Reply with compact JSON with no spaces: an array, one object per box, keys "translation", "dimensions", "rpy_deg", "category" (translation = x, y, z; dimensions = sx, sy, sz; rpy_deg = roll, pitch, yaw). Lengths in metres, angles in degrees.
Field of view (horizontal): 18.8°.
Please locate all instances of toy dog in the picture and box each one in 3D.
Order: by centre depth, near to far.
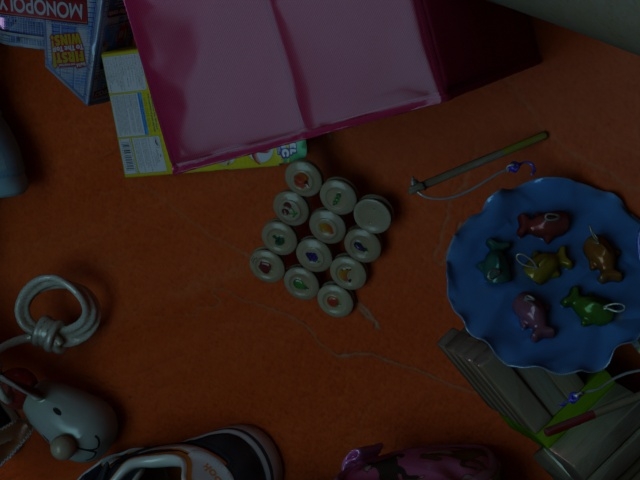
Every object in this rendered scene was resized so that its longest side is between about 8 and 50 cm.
[{"translation":[-0.392,0.154,2.015],"dimensions":[0.333,0.161,0.220],"rpy_deg":[4,117,17],"category":"toy dog"}]

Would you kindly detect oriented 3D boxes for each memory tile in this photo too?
[{"translation":[0.000,0.000,1.813],"dimensions":[0.113,0.012,0.148],"rpy_deg":[28,126,6],"category":"memory tile"}]

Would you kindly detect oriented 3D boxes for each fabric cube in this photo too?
[{"translation":[0.002,-0.224,1.598],"dimensions":[0.259,0.254,0.258],"rpy_deg":[-14,95,25],"category":"fabric cube"}]

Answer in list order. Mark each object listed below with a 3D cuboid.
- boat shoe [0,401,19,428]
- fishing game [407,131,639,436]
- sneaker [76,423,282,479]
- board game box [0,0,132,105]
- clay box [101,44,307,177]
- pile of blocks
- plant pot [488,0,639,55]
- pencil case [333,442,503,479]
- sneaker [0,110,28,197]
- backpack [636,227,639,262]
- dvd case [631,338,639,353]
[{"translation":[-0.428,0.156,2.155],"dimensions":[0.233,0.079,0.084],"rpy_deg":[47,127,17],"category":"boat shoe"},{"translation":[0.199,0.025,1.607],"dimensions":[0.041,0.189,0.264],"rpy_deg":[93,155,-62],"category":"fishing game"},{"translation":[-0.191,0.277,1.990],"dimensions":[0.321,0.127,0.126],"rpy_deg":[-30,86,39],"category":"sneaker"},{"translation":[-0.256,-0.237,1.927],"dimensions":[0.194,0.060,0.194],"rpy_deg":[9,108,33],"category":"board game box"},{"translation":[-0.101,-0.132,1.849],"dimensions":[0.222,0.053,0.127],"rpy_deg":[-3,103,34],"category":"clay box"},{"translation":[0.266,0.180,1.663],"dimensions":[0.112,0.149,0.362],"rpy_deg":[-43,85,-8],"category":"pile of blocks"},{"translation":[0.255,-0.265,1.417],"dimensions":[0.305,0.334,0.334],"rpy_deg":[19,114,43],"category":"plant pot"},{"translation":[0.116,0.374,1.780],"dimensions":[0.167,0.160,0.386],"rpy_deg":[-8,100,2],"category":"pencil case"},{"translation":[-0.448,-0.011,2.084],"dimensions":[0.366,0.135,0.150],"rpy_deg":[-38,77,38],"category":"sneaker"},{"translation":[0.391,0.046,1.464],"dimensions":[0.263,0.213,0.276],"rpy_deg":[-22,87,27],"category":"backpack"},{"translation":[0.304,0.075,1.645],"dimensions":[0.119,0.013,0.087],"rpy_deg":[52,126,13],"category":"dvd case"}]
